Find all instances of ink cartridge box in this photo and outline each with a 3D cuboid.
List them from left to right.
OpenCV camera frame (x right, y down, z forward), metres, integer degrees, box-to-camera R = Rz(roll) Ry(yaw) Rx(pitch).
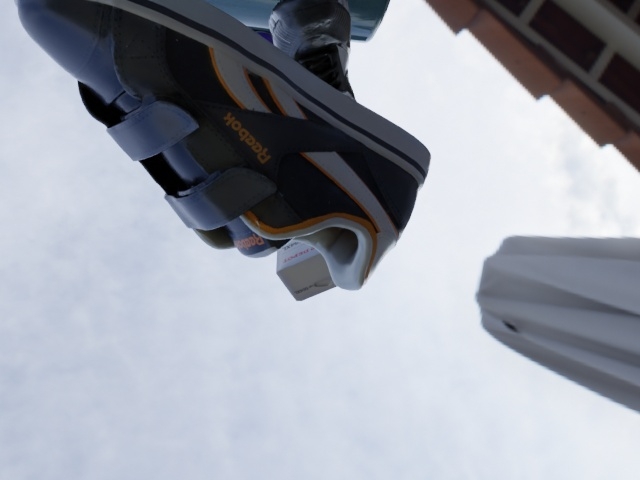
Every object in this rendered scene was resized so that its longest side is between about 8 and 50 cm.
[{"bbox_3d":[0.000,0.000,1.586,0.086,0.148,0.203,56,-162,-31],"label":"ink cartridge box"}]

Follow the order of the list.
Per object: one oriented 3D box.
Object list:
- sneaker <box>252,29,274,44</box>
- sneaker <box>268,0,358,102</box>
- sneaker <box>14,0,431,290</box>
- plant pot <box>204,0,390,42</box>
[{"bbox_3d":[-0.100,-0.344,1.238,0.130,0.236,0.323,-6,-61,-31],"label":"sneaker"},{"bbox_3d":[0.001,-0.161,0.817,0.078,0.234,0.106,-17,-99,-4],"label":"sneaker"},{"bbox_3d":[-0.067,-0.067,0.577,0.321,0.126,0.127,26,-104,-24],"label":"sneaker"},{"bbox_3d":[-0.076,-0.381,0.943,0.334,0.341,0.341,11,-92,-6],"label":"plant pot"}]
